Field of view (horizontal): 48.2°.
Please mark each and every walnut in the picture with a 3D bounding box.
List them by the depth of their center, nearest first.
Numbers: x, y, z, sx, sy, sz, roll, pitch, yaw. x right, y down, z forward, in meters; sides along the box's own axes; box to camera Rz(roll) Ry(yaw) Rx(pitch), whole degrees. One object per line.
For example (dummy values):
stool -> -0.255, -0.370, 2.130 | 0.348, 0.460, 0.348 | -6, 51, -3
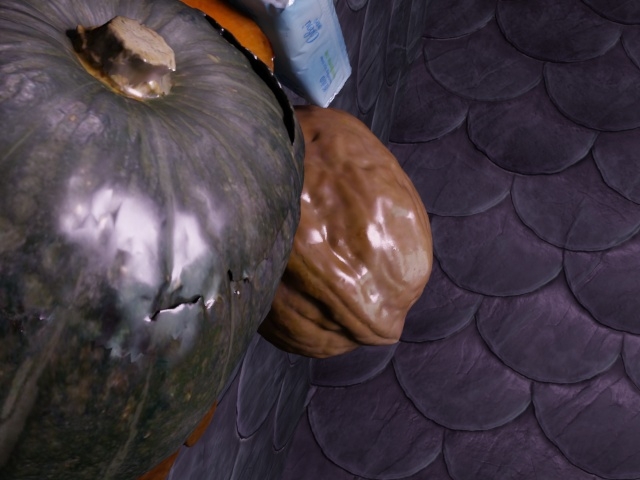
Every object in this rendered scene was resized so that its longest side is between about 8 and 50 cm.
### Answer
walnut -> 0.000, -0.001, 0.980 | 0.306, 0.344, 0.306 | -39, 172, -7

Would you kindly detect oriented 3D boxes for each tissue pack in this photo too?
tissue pack -> -0.064, -0.263, 0.807 | 0.089, 0.177, 0.263 | -54, 167, -2

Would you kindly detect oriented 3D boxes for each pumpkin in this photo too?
pumpkin -> -0.160, -0.020, 0.439 | 0.257, 0.291, 0.328 | -51, -164, 35

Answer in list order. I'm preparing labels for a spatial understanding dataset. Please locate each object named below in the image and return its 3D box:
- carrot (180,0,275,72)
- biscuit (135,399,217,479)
carrot -> -0.134, -0.127, 0.759 | 0.225, 0.159, 0.159 | 105, 6, -61
biscuit -> -0.224, 0.203, 0.696 | 0.394, 0.070, 0.350 | -63, 160, 15
